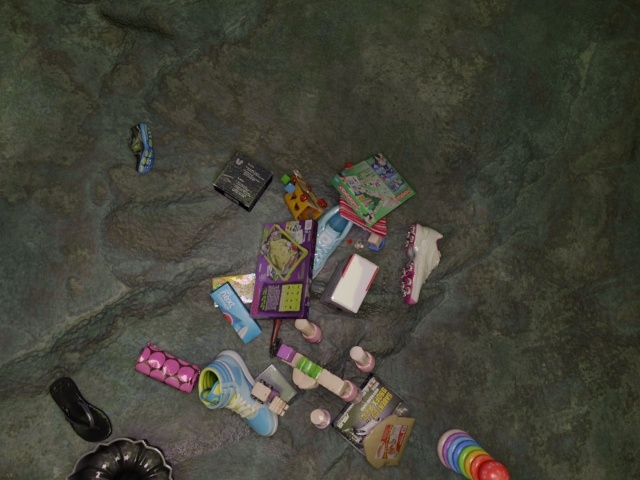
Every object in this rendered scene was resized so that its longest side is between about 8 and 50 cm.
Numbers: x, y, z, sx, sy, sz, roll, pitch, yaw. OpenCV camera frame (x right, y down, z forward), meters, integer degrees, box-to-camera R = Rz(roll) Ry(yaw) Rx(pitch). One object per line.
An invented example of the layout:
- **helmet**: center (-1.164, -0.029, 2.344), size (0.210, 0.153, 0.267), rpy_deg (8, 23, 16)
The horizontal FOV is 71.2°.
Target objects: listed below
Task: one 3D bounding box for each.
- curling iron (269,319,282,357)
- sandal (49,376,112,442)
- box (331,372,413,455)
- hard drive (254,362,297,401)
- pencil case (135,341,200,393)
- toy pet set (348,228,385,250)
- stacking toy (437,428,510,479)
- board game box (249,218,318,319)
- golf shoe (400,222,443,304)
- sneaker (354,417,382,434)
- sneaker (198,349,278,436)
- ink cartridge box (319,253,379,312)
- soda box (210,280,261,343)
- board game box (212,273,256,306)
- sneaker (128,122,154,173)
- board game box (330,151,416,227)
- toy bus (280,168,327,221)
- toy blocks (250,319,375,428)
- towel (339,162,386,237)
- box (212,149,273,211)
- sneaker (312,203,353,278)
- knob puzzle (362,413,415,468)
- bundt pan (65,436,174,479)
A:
- **curling iron**: center (-0.137, 0.279, 1.587), size (0.068, 0.035, 0.273), rpy_deg (0, 72, 30)
- **sandal**: center (-0.785, 0.556, 1.446), size (0.254, 0.054, 0.097), rpy_deg (44, 78, 2)
- **box**: center (0.179, 0.613, 1.558), size (0.183, 0.056, 0.231), rpy_deg (42, 78, 2)
- **hard drive**: center (-0.158, 0.509, 1.552), size (0.094, 0.022, 0.135), rpy_deg (-40, 87, -12)
- **pencil case**: center (-0.505, 0.426, 1.492), size (0.209, 0.095, 0.098), rpy_deg (27, 57, -4)
- **toy pet set**: center (0.184, -0.012, 1.686), size (0.114, 0.065, 0.122), rpy_deg (20, 71, 33)
- **stacking toy**: center (0.501, 0.714, 1.440), size (0.141, 0.330, 0.141), rpy_deg (1, 79, -7)
- **board game box**: center (-0.123, 0.098, 1.536), size (0.208, 0.056, 0.346), rpy_deg (-3, 66, 22)
- **golf shoe**: center (0.381, 0.091, 1.656), size (0.140, 0.115, 0.306), rpy_deg (11, 79, -8)
- **sneaker**: center (0.163, 0.627, 1.507), size (0.109, 0.040, 0.043), rpy_deg (-8, 77, -17)
- **sneaker**: center (-0.276, 0.519, 1.430), size (0.127, 0.208, 0.319), rpy_deg (-41, 81, 15)
- **ink cartridge box**: center (0.092, 0.154, 1.541), size (0.100, 0.237, 0.171), rpy_deg (29, 77, -4)
- **soda box**: center (-0.289, 0.247, 1.539), size (0.071, 0.067, 0.210), rpy_deg (-34, 96, -6)
- **board game box**: center (-0.302, 0.177, 1.593), size (0.154, 0.026, 0.103), rpy_deg (-7, 81, -9)
- **sneaker**: center (-0.657, -0.333, 1.631), size (0.078, 0.067, 0.188), rpy_deg (-8, 82, 13)
- **board game box**: center (0.200, -0.193, 1.627), size (0.213, 0.046, 0.317), rpy_deg (52, 43, 6)
- **toy bus**: center (-0.080, -0.150, 1.639), size (0.191, 0.202, 0.104), rpy_deg (44, 108, -5)
- **toy blocks**: center (-0.001, 0.461, 1.473), size (0.289, 0.260, 0.308), rpy_deg (23, 72, 30)
- **towel**: center (0.163, -0.152, 1.624), size (0.199, 0.031, 0.274), rpy_deg (26, 46, -19)
- **box**: center (-0.280, -0.214, 1.634), size (0.156, 0.093, 0.158), rpy_deg (33, 78, 0)
- **sneaker**: center (0.000, 0.000, 1.600), size (0.135, 0.150, 0.365), rpy_deg (34, 76, 2)
- **knob puzzle**: center (0.212, 0.662, 1.487), size (0.213, 0.030, 0.213), rpy_deg (-8, 106, -29)
- **bundt pan**: center (-0.609, 0.774, 1.394), size (0.331, 0.124, 0.330), rpy_deg (1, 79, -6)
